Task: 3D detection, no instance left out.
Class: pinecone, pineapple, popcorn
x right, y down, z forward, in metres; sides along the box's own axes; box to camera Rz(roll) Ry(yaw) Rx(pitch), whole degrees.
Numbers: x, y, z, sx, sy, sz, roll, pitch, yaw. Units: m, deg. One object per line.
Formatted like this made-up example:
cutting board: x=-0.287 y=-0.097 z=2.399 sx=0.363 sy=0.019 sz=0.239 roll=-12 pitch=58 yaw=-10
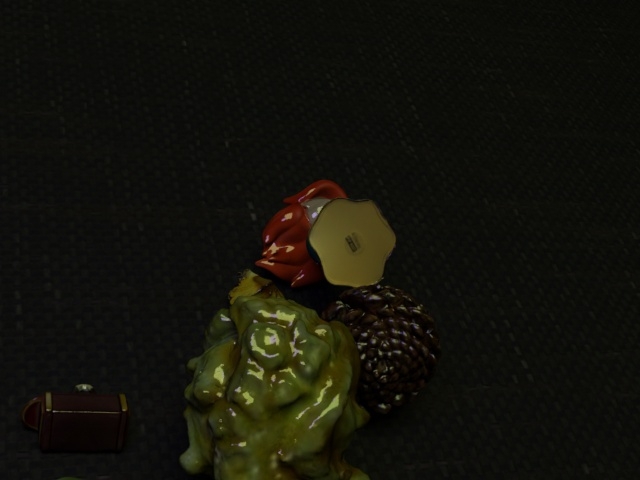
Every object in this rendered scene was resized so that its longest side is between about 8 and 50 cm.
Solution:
pinecone: x=0.091 y=0.171 z=1.598 sx=0.221 sy=0.221 sz=0.221 roll=11 pitch=45 yaw=-11
pineapple: x=-0.115 y=0.083 z=1.691 sx=0.114 sy=0.077 sz=0.114 roll=-5 pitch=37 yaw=-31
popcorn: x=-0.075 y=0.248 z=1.401 sx=0.274 sy=0.335 sz=0.279 roll=1 pitch=18 yaw=-28

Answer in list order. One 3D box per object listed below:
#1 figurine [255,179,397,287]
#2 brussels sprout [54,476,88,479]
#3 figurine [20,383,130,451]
figurine: x=-0.002 y=-0.009 z=1.730 sx=0.181 sy=0.208 sz=0.257 roll=20 pitch=0 yaw=-21
brussels sprout: x=-0.209 y=0.465 z=1.014 sx=0.425 sy=0.361 sz=0.342 roll=49 pitch=59 yaw=-1
figurine: x=-0.363 y=0.252 z=1.431 sx=0.154 sy=0.082 sz=0.098 roll=5 pitch=33 yaw=-16
